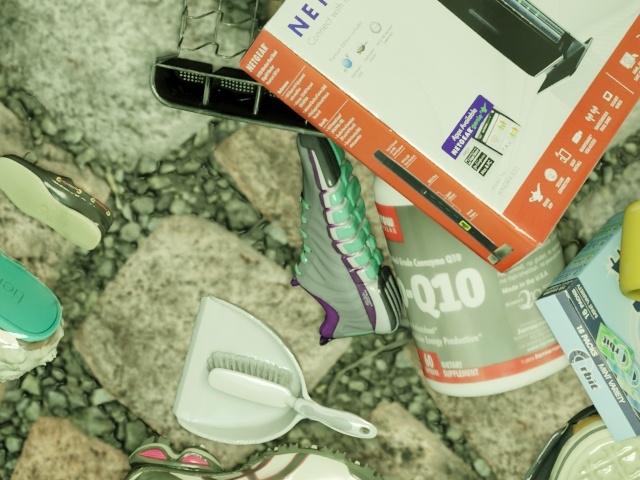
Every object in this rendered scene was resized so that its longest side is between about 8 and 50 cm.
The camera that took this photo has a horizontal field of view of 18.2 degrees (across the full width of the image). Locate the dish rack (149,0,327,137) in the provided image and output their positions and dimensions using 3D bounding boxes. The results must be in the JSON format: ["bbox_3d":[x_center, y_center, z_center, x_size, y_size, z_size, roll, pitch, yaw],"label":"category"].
[{"bbox_3d":[-0.041,-0.248,1.900,0.208,0.074,0.272,11,107,4],"label":"dish rack"}]

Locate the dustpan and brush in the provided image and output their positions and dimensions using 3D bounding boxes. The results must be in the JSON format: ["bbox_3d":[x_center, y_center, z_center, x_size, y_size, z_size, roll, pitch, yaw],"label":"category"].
[{"bbox_3d":[-0.041,0.155,2.019,0.211,0.060,0.147,17,107,3],"label":"dustpan and brush"}]

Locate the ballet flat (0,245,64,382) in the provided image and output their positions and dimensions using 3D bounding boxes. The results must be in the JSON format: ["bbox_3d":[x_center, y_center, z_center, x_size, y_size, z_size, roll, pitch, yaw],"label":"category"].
[{"bbox_3d":[-0.439,0.001,2.003,0.409,0.147,0.147,44,107,-5],"label":"ballet flat"}]

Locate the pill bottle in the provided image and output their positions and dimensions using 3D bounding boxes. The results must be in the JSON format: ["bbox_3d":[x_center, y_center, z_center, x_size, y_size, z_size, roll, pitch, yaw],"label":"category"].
[{"bbox_3d":[0.142,-0.010,1.894,0.161,0.161,0.283,-14,103,12],"label":"pill bottle"}]

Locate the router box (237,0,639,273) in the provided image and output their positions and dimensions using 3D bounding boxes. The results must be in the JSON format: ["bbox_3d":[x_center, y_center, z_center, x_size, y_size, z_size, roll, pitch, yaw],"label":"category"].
[{"bbox_3d":[0.142,-0.190,1.778,0.301,0.082,0.335,38,63,-4],"label":"router box"}]

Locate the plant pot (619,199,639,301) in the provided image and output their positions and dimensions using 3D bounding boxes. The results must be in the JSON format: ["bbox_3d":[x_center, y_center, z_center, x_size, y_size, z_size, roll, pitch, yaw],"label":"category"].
[{"bbox_3d":[0.402,-0.062,1.801,0.254,0.254,0.239,4,82,7],"label":"plant pot"}]

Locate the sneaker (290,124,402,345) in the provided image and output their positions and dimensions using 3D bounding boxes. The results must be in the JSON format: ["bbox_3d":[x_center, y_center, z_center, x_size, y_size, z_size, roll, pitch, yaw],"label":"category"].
[{"bbox_3d":[0.000,0.000,1.961,0.098,0.083,0.224,-17,103,17],"label":"sneaker"}]

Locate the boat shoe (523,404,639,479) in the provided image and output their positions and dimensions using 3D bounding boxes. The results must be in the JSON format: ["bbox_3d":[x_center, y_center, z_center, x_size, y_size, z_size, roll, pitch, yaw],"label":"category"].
[{"bbox_3d":[0.238,0.387,1.993,0.186,0.156,0.500,14,107,-5],"label":"boat shoe"}]

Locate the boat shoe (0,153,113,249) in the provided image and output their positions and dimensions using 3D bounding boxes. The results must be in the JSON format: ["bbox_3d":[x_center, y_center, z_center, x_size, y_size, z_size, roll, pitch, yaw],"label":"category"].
[{"bbox_3d":[-0.269,-0.044,2.008,0.133,0.042,0.049,36,133,-2],"label":"boat shoe"}]

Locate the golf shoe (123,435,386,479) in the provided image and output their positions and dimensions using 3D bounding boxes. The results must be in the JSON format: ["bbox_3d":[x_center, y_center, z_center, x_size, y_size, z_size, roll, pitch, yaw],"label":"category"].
[{"bbox_3d":[-0.069,0.274,2.015,0.272,0.120,0.105,0,136,11],"label":"golf shoe"}]

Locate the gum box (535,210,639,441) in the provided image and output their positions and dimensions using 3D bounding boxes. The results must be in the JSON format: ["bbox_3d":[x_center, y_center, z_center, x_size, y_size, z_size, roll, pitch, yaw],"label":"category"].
[{"bbox_3d":[0.292,0.076,1.886,0.041,0.184,0.157,-22,103,39],"label":"gum box"}]
